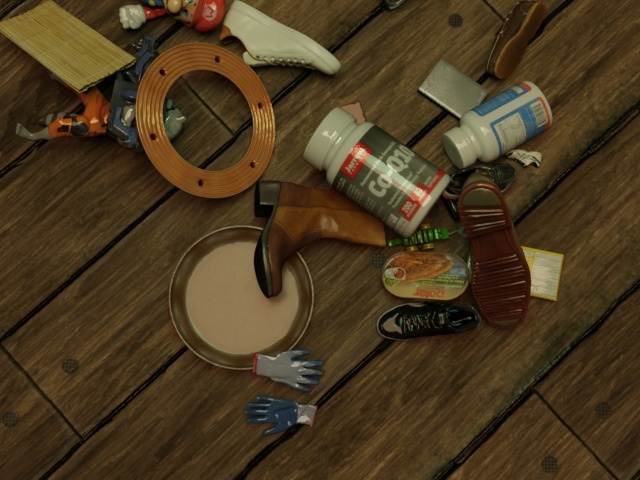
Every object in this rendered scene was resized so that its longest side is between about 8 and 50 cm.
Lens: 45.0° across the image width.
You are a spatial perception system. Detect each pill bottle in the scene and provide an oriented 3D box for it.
[{"bbox_3d":[0.384,-0.248,1.702,0.222,0.124,0.124,-29,83,-5],"label":"pill bottle"},{"bbox_3d":[0.115,-0.146,1.619,0.283,0.161,0.161,35,83,7],"label":"pill bottle"}]

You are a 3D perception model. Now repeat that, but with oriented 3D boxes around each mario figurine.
[{"bbox_3d":[-0.361,-0.559,1.706,0.321,0.198,0.170,27,70,7],"label":"mario figurine"}]

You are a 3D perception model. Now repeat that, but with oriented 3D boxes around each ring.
[{"bbox_3d":[-0.243,-0.256,1.659,0.337,0.032,0.336,3,84,-36],"label":"ring"}]

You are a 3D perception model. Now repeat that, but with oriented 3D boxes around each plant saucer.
[{"bbox_3d":[-0.169,0.123,1.677,0.311,0.050,0.310,0,82,0],"label":"plant saucer"}]

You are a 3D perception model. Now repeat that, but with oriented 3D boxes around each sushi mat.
[{"bbox_3d":[-0.558,-0.428,1.686,0.317,0.019,0.151,37,55,24],"label":"sushi mat"}]

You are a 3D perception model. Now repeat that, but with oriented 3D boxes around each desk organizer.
[{"bbox_3d":[0.085,-0.245,1.736,0.050,0.047,0.130,-19,82,-1],"label":"desk organizer"}]

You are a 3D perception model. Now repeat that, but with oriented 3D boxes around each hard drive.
[{"bbox_3d":[0.303,-0.340,1.764,0.135,0.022,0.094,36,83,4],"label":"hard drive"}]

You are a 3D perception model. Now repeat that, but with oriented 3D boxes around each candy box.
[{"bbox_3d":[0.425,0.062,1.705,0.206,0.027,0.105,12,86,1],"label":"candy box"}]

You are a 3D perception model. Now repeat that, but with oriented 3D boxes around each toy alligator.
[{"bbox_3d":[0.243,-0.011,1.700,0.190,0.051,0.056,-9,82,-2],"label":"toy alligator"}]

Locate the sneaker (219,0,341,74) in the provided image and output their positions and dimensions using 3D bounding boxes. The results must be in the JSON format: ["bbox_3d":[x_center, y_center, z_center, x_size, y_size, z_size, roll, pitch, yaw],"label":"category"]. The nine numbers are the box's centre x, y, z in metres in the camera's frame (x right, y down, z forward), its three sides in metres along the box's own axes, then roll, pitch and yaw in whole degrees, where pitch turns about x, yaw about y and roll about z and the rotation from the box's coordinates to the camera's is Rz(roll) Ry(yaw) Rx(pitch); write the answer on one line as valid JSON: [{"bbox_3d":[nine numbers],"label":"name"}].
[{"bbox_3d":[-0.095,-0.422,1.740,0.290,0.106,0.123,29,93,10],"label":"sneaker"}]

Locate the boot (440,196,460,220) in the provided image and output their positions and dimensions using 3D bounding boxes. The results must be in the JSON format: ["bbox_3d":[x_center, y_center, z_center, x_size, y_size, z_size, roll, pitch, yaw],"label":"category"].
[{"bbox_3d":[0.318,-0.111,1.721,0.099,0.045,0.121,-27,85,-5],"label":"boot"}]

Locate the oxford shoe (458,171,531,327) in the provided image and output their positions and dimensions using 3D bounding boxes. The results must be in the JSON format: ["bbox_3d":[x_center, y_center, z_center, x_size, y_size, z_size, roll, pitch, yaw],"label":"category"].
[{"bbox_3d":[0.371,0.018,1.627,0.123,0.130,0.348,-8,114,14],"label":"oxford shoe"}]

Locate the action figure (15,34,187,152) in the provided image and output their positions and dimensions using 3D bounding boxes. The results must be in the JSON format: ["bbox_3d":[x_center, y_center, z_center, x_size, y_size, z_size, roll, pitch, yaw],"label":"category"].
[{"bbox_3d":[-0.456,-0.305,1.712,0.330,0.178,0.341,13,52,-5],"label":"action figure"}]

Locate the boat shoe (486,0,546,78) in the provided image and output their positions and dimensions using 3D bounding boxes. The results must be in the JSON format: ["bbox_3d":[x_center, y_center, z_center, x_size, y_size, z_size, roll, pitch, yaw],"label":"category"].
[{"bbox_3d":[0.434,-0.460,1.766,0.073,0.073,0.207,25,76,41],"label":"boat shoe"}]

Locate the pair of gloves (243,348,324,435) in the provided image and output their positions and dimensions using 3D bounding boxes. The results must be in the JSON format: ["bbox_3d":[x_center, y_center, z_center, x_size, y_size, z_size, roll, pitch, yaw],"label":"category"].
[{"bbox_3d":[-0.077,0.322,1.642,0.159,0.023,0.198,8,99,-9],"label":"pair of gloves"}]

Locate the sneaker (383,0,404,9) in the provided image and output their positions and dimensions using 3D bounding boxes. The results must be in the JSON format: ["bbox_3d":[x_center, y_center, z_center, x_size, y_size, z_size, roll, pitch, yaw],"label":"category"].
[{"bbox_3d":[0.119,-0.610,1.759,0.269,0.101,0.153,-7,79,-4],"label":"sneaker"}]

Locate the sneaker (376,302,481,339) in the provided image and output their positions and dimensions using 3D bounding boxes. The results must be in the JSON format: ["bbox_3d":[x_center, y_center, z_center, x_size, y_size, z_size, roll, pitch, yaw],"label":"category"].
[{"bbox_3d":[0.230,0.165,1.640,0.217,0.121,0.079,-6,81,-2],"label":"sneaker"}]

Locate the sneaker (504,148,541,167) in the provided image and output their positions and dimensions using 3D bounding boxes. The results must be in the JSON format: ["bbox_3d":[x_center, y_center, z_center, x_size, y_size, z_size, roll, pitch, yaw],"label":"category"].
[{"bbox_3d":[0.456,-0.183,1.739,0.083,0.032,0.036,5,81,0],"label":"sneaker"}]

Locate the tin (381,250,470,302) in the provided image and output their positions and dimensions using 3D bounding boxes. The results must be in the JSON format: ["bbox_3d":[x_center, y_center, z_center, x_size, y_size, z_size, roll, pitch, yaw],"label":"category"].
[{"bbox_3d":[0.228,0.080,1.669,0.190,0.040,0.106,4,67,16],"label":"tin"}]

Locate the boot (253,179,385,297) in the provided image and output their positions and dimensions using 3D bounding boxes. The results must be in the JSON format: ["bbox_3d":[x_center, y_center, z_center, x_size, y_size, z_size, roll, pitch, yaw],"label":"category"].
[{"bbox_3d":[0.000,0.000,1.657,0.281,0.096,0.264,4,63,-15],"label":"boot"}]

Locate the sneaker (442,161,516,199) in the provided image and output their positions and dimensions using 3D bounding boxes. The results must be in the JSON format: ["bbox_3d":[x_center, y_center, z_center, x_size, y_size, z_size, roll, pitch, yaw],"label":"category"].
[{"bbox_3d":[0.347,-0.131,1.669,0.178,0.077,0.071,-17,79,-12],"label":"sneaker"}]
